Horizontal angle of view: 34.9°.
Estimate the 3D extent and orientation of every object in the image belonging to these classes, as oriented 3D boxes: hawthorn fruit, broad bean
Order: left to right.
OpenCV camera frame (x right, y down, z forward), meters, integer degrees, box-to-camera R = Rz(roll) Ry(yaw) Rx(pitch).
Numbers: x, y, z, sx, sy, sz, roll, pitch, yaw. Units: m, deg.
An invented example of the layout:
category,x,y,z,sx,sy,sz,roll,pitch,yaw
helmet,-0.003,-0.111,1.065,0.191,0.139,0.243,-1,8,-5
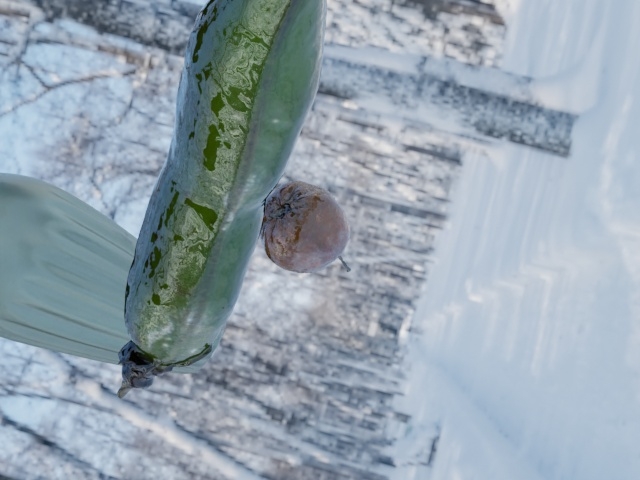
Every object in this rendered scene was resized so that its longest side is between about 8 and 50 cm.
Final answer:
category,x,y,z,sx,sy,sz,roll,pitch,yaw
broad bean,-0.047,-0.040,0.493,0.077,0.061,0.339,-95,22,-50
hawthorn fruit,0.000,0.000,0.736,0.103,0.066,0.067,34,-115,-41

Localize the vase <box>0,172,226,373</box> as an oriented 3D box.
category,x,y,z,sx,sy,sz,roll,pitch,yaw
vase,-0.191,0.041,0.844,0.128,0.248,0.128,-30,45,35
